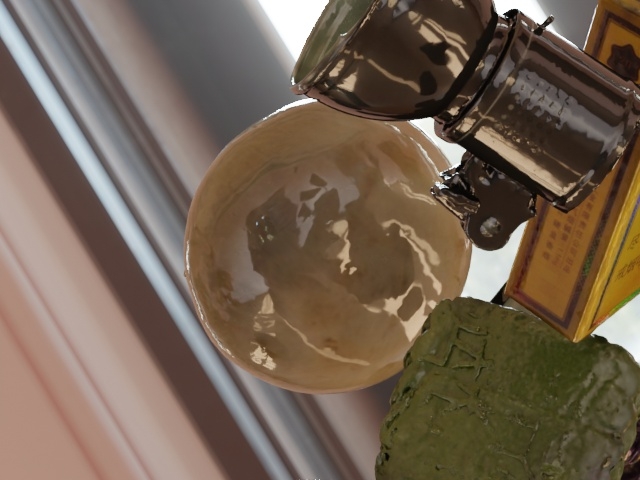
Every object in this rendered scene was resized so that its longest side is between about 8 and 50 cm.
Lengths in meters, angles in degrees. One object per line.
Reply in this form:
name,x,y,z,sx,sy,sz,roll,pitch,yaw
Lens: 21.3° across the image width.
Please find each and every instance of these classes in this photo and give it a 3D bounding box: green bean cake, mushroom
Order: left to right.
mushroom,0.000,0.000,2.052,0.362,0.362,0.294,-31,25,-12
green bean cake,0.169,0.170,1.509,0.200,0.214,0.113,-67,-20,-14

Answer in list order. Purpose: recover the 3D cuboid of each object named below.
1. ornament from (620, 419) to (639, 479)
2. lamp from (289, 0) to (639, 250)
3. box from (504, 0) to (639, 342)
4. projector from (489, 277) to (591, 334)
ornament,0.256,0.223,1.663,0.088,0.081,0.203,9,12,35
lamp,0.109,-0.092,1.094,0.172,0.227,0.147,-56,12,9
box,0.264,-0.085,1.342,0.193,0.084,0.301,-33,-32,-39
projector,0.254,0.045,1.738,0.108,0.108,0.337,-30,-17,-35
